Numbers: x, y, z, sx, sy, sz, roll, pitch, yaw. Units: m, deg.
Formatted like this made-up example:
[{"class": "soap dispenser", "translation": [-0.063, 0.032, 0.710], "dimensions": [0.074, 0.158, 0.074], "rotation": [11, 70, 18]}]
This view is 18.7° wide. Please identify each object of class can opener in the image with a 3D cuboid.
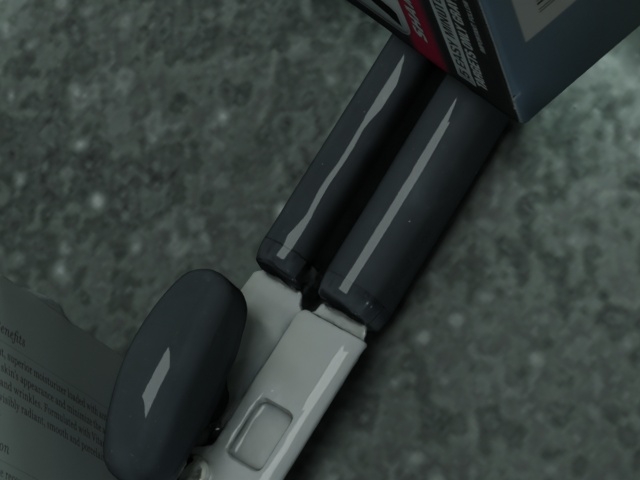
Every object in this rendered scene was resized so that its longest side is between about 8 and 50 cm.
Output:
[{"class": "can opener", "translation": [0.000, 0.000, 0.899], "dimensions": [0.076, 0.095, 0.283], "rotation": [27, 81, 31]}]

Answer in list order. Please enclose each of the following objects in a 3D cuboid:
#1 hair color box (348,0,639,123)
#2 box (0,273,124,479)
[{"class": "hair color box", "translation": [-0.010, -0.230, 0.914], "dimensions": [0.113, 0.185, 0.374], "rotation": [-40, 51, -10]}, {"class": "box", "translation": [-0.203, 0.097, 0.897], "dimensions": [0.182, 0.181, 0.119], "rotation": [-13, 64, 19]}]
